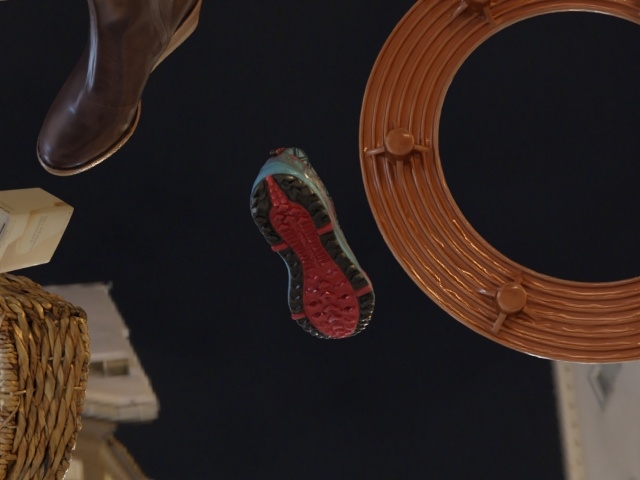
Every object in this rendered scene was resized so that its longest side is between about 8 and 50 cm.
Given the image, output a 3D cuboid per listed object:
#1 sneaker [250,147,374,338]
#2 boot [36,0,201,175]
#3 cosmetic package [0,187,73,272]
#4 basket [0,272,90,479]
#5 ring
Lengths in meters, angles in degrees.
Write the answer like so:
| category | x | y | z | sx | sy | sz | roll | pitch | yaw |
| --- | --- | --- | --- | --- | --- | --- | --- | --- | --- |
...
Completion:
| category | x | y | z | sx | sy | sz | roll | pitch | yaw |
| --- | --- | --- | --- | --- | --- | --- | --- | --- | --- |
| sneaker | 0.000 | 0.000 | 1.349 | 0.104 | 0.125 | 0.262 | -12 | -56 | 12 |
| boot | -0.209 | -0.194 | 1.081 | 0.248 | 0.090 | 0.207 | -54 | -12 | -13 |
| cosmetic package | -0.261 | -0.009 | 0.952 | 0.041 | 0.115 | 0.060 | 29 | -78 | 10 |
| basket | -0.385 | 0.179 | 1.109 | 0.223 | 0.213 | 0.299 | 15 | -85 | -47 |
| ring | 0.196 | -0.077 | 0.827 | 0.336 | 0.337 | 0.032 | -13 | -16 | -3 |
